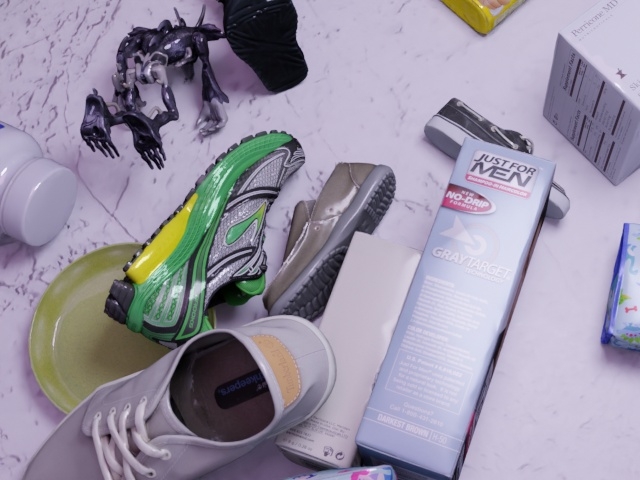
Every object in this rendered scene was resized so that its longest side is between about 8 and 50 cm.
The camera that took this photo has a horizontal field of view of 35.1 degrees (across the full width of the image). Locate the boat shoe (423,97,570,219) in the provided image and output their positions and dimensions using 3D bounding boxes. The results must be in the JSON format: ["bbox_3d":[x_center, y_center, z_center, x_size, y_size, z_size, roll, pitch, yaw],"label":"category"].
[{"bbox_3d":[0.237,-0.111,1.300,0.219,0.078,0.070,38,78,20],"label":"boat shoe"}]

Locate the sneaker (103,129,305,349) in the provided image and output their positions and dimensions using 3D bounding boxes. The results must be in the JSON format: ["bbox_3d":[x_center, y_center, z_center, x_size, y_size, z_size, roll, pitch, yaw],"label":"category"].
[{"bbox_3d":[-0.115,0.001,1.261,0.146,0.134,0.343,36,61,-1],"label":"sneaker"}]

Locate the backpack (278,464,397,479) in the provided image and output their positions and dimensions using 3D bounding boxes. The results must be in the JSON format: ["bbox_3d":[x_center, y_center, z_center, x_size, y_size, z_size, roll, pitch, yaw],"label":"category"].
[{"bbox_3d":[0.010,0.341,1.052,0.225,0.253,0.191,-12,63,5],"label":"backpack"}]

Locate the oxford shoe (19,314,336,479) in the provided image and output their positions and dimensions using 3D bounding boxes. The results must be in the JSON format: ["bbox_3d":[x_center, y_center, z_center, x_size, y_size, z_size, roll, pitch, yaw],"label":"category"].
[{"bbox_3d":[-0.188,0.216,1.121,0.449,0.130,0.169,-31,79,21],"label":"oxford shoe"}]

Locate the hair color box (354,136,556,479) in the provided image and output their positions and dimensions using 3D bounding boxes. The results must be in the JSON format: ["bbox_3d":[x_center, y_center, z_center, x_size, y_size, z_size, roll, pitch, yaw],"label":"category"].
[{"bbox_3d":[0.159,0.093,1.168,0.113,0.185,0.375,17,71,13],"label":"hair color box"}]

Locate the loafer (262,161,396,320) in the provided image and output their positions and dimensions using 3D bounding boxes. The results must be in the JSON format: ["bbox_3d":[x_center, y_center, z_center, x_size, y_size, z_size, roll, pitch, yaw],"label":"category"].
[{"bbox_3d":[0.000,0.000,1.284,0.087,0.094,0.251,26,68,27],"label":"loafer"}]

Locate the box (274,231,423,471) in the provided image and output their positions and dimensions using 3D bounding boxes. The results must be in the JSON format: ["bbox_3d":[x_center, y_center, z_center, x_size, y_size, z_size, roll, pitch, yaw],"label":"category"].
[{"bbox_3d":[0.042,0.139,1.204,0.094,0.113,0.275,17,73,13],"label":"box"}]

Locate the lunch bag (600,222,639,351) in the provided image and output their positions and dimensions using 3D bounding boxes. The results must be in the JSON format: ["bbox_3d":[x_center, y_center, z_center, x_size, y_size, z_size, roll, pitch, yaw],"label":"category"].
[{"bbox_3d":[0.411,0.060,1.203,0.128,0.096,0.151,11,80,11],"label":"lunch bag"}]

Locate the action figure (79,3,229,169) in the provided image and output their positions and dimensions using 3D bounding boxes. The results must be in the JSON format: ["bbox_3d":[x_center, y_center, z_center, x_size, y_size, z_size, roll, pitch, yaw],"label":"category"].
[{"bbox_3d":[-0.214,-0.204,1.359,0.164,0.141,0.276,6,43,17],"label":"action figure"}]

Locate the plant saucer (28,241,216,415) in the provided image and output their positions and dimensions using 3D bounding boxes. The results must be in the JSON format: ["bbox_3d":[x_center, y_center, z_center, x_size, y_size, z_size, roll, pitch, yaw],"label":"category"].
[{"bbox_3d":[-0.247,0.120,1.282,0.240,0.037,0.241,-2,69,6],"label":"plant saucer"}]

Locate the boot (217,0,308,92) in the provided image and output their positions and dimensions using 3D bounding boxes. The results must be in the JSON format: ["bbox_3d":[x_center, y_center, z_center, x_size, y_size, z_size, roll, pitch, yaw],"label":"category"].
[{"bbox_3d":[-0.100,-0.332,1.337,0.094,0.246,0.207,-26,70,3],"label":"boot"}]

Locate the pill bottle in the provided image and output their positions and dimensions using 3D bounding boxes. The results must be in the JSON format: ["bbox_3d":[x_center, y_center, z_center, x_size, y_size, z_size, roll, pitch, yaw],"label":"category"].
[{"bbox_3d":[-0.463,-0.095,1.329,0.272,0.152,0.152,25,73,15],"label":"pill bottle"}]

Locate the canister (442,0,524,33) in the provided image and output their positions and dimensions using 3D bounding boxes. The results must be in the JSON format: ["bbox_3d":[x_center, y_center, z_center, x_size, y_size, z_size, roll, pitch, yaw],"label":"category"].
[{"bbox_3d":[0.252,-0.382,1.409,0.170,0.073,0.126,-41,70,-9],"label":"canister"}]

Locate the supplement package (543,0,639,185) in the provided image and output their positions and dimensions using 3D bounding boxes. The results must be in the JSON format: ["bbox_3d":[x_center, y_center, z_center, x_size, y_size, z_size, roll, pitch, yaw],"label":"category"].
[{"bbox_3d":[0.429,-0.233,1.259,0.262,0.204,0.145,-38,69,-9],"label":"supplement package"}]
